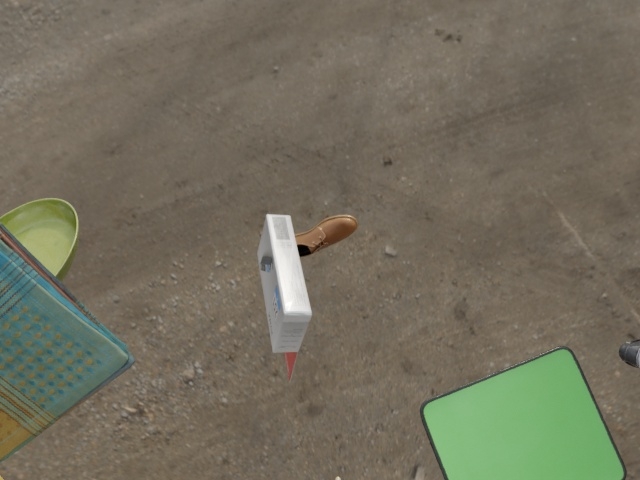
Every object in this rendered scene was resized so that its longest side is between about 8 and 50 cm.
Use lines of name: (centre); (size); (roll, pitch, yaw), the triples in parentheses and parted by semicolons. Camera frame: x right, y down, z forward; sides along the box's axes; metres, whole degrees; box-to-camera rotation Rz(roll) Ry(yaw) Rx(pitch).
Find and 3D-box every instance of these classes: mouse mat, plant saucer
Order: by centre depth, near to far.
mouse mat: (0.211, 0.210, 0.637); (0.189, 0.007, 0.153); (-18, 78, -11)
plant saucer: (-0.452, 0.040, 0.912); (0.240, 0.037, 0.241); (-14, 48, 17)

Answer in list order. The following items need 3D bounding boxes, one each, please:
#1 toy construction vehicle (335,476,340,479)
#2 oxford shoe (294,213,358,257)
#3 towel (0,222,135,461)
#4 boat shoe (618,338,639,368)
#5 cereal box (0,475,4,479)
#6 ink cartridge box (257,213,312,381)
toy construction vehicle: (0.054, 0.602, 1.431); (0.035, 0.098, 0.086); (-3, 41, 0)
oxford shoe: (0.000, 0.000, 1.559); (0.212, 0.076, 0.076); (-24, 28, 14)
towel: (-0.438, 0.147, 0.708); (0.370, 0.271, 0.040); (-37, 17, 11)
boat shoe: (0.688, 0.234, 1.258); (0.076, 0.228, 0.080); (11, 96, 52)
cereal box: (-0.362, 0.153, 0.416); (0.240, 0.047, 0.173); (55, 35, -11)
ink cartridge box: (-0.097, 0.133, 1.411); (0.066, 0.261, 0.296); (1, 45, -16)
